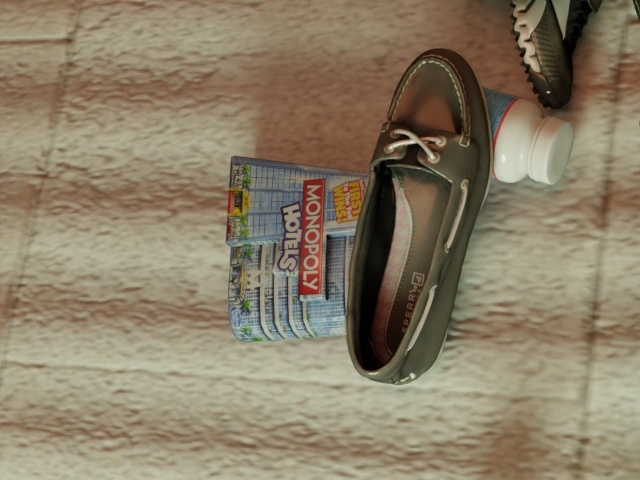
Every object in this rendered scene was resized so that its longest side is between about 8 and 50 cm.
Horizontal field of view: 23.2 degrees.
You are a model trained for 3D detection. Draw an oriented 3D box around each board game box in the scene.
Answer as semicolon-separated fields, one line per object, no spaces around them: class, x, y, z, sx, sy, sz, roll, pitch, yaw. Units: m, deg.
board game box;0.000;0.000;1.616;0.194;0.060;0.194;-6;68;21

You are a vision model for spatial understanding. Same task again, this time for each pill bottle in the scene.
pill bottle;0.169;-0.108;1.573;0.160;0.087;0.087;19;78;27

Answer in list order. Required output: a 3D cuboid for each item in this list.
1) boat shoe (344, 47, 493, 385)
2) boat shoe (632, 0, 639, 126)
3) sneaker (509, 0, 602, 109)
boat shoe;0.092;-0.022;1.509;0.112;0.095;0.335;10;95;25
boat shoe;0.362;-0.119;1.477;0.113;0.127;0.340;-25;72;-2
sneaker;0.250;-0.248;1.599;0.106;0.078;0.234;-13;64;20
